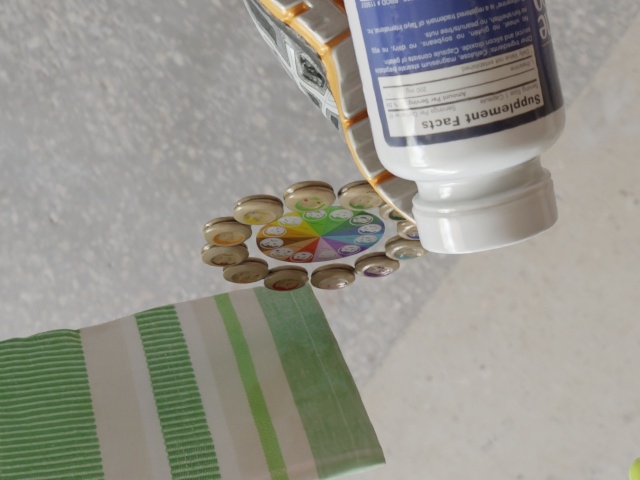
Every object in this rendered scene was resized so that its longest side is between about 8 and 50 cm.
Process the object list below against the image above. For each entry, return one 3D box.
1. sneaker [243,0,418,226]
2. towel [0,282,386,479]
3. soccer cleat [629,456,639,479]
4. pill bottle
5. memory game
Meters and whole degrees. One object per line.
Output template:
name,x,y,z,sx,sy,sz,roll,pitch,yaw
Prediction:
sneaker,0.026,-0.089,0.705,0.084,0.083,0.215,-32,84,-9
towel,-0.137,0.135,1.091,0.324,0.248,0.038,-12,124,-8
soccer cleat,0.260,0.200,0.653,0.121,0.289,0.093,-42,148,8
pill bottle,0.046,-0.060,0.474,0.067,0.067,0.120,-16,104,-11
memory game,0.000,0.000,1.050,0.186,0.012,0.186,-6,156,-3
